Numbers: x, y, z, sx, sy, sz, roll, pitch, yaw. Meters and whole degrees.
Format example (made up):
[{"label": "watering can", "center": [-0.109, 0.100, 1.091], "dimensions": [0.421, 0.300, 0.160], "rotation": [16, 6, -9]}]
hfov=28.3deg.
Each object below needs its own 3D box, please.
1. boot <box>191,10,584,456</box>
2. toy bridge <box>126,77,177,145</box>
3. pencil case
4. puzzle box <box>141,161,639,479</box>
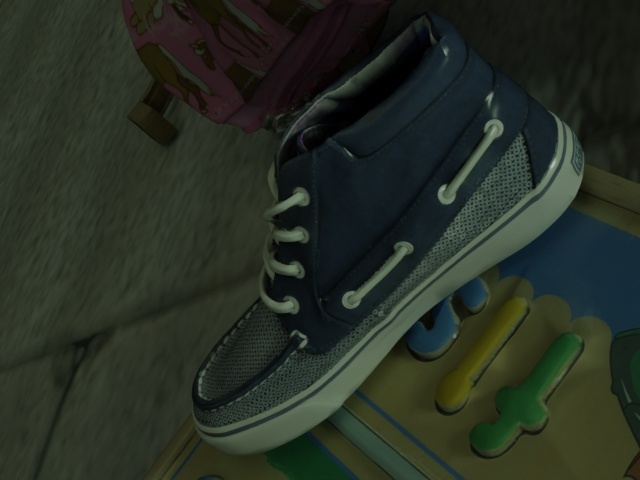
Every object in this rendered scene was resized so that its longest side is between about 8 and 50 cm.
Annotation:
[{"label": "boot", "center": [0.000, 0.000, 0.474], "dimensions": [0.190, 0.086, 0.069], "rotation": [-42, 33, 16]}, {"label": "toy bridge", "center": [-0.068, -0.151, 0.870], "dimensions": [0.188, 0.026, 0.063], "rotation": [-53, 30, -3]}, {"label": "pencil case", "center": [-0.009, -0.152, 0.541], "dimensions": [0.160, 0.167, 0.386], "rotation": [-49, 4, -9]}, {"label": "puzzle box", "center": [0.069, 0.114, 0.405], "dimensions": [0.272, 0.052, 0.409], "rotation": [-54, 32, -3]}]
